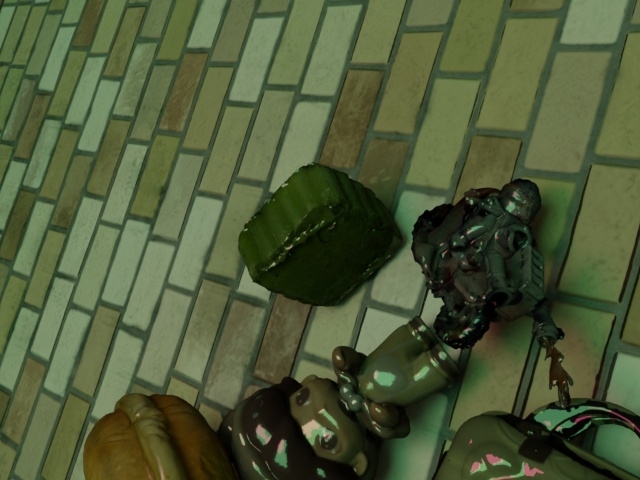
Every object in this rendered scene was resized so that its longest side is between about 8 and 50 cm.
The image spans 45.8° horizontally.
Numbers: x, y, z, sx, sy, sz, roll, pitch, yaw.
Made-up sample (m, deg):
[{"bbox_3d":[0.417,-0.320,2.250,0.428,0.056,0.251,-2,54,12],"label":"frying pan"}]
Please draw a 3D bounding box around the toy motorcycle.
[{"bbox_3d":[0.231,0.046,1.007,0.207,0.134,0.401,-38,29,24],"label":"toy motorcycle"}]

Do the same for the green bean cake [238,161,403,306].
[{"bbox_3d":[0.000,0.000,1.203,0.214,0.200,0.113,-46,43,21],"label":"green bean cake"}]

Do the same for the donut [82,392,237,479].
[{"bbox_3d":[-0.225,0.440,1.132,0.449,0.198,0.449,41,138,51],"label":"donut"}]

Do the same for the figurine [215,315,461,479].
[{"bbox_3d":[0.026,0.262,1.106,0.380,0.203,0.248,-40,60,7],"label":"figurine"}]

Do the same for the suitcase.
[{"bbox_3d":[0.277,0.345,0.863,0.351,0.194,0.339,24,88,41],"label":"suitcase"}]
